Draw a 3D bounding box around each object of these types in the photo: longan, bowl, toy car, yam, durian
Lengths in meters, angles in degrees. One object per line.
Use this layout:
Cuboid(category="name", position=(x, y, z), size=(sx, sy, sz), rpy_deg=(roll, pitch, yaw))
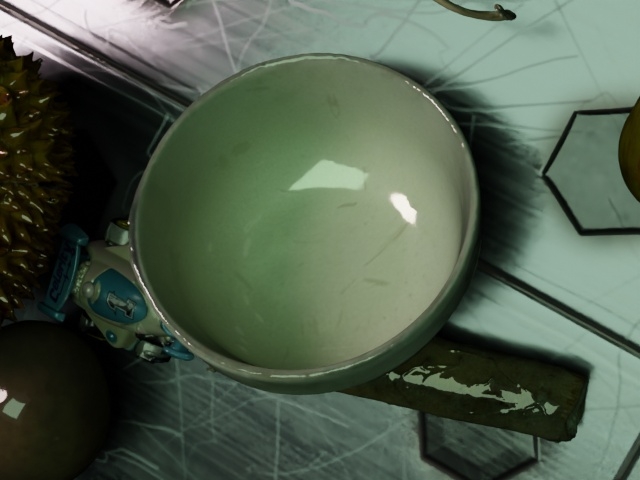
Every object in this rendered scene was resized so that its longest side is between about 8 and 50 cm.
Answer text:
Cuboid(category="longan", position=(-0.294, 0.168, 1.344), size=(0.189, 0.189, 0.189), rpy_deg=(2, 96, 18))
Cuboid(category="bowl", position=(0.000, 0.000, 1.199), size=(0.307, 0.163, 0.307), rpy_deg=(-6, 66, 13))
Cuboid(category="toy car", position=(-0.195, 0.058, 1.320), size=(0.161, 0.098, 0.126), rpy_deg=(31, 108, 37))
Cuboid(category="yam", position=(0.064, 0.118, 1.269), size=(0.371, 0.083, 0.083), rpy_deg=(9, 99, 16))
Cuboid(category="durian", position=(-0.403, -0.056, 1.267), size=(0.384, 0.347, 0.348), rpy_deg=(-25, 88, 31))

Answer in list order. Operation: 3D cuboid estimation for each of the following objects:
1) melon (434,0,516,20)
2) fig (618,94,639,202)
Cuboid(category="melon", position=(0.081, -0.368, 1.119), size=(0.271, 0.272, 0.308), rpy_deg=(11, 67, 17))
Cuboid(category="fig", position=(0.346, -0.134, 1.114), size=(0.151, 0.151, 0.259), rpy_deg=(20, 98, 15))
